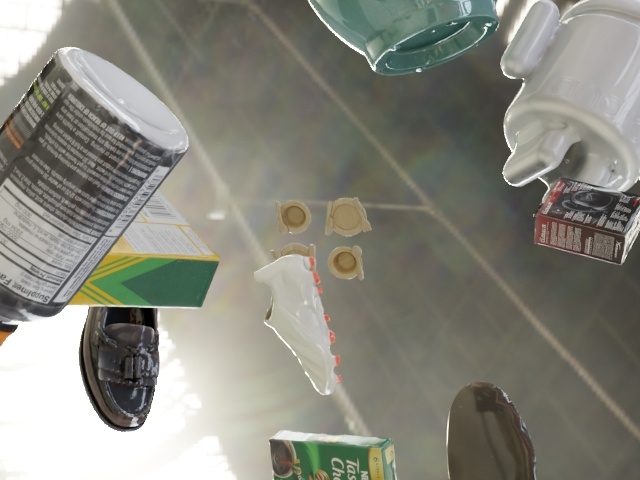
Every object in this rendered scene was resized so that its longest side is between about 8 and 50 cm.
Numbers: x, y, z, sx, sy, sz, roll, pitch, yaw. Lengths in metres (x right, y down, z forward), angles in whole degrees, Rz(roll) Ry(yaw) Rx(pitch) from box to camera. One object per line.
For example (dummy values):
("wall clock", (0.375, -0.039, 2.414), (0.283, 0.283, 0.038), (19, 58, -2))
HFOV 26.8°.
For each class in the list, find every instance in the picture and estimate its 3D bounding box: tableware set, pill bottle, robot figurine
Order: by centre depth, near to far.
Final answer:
("pill bottle", (-0.227, -0.024, 1.086), (0.246, 0.130, 0.130), (-50, -141, 13))
("robot figurine", (0.386, -0.201, 1.854), (0.353, 0.300, 0.200), (-58, -165, -25))
("tableware set", (0.000, 0.000, 2.133), (0.020, 0.168, 0.141), (-56, 142, -66))

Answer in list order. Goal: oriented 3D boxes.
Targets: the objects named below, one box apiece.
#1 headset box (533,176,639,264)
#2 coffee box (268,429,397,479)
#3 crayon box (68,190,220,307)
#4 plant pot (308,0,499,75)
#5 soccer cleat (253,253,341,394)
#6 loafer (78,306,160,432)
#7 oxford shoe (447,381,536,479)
("headset box", (0.219, -0.018, 1.110), (0.083, 0.062, 0.032), (14, -51, 22))
("coffee box", (0.019, 0.328, 1.872), (0.184, 0.040, 0.113), (1, -77, 29))
("crayon box", (-0.316, -0.003, 1.689), (0.203, 0.323, 0.083), (45, -60, 43))
("plant pot", (0.118, -0.335, 1.733), (0.293, 0.293, 0.196), (-35, -109, 58))
("soccer cleat", (-0.025, 0.103, 1.593), (0.068, 0.076, 0.196), (-103, 179, -60))
("loafer", (-0.278, 0.119, 1.889), (0.095, 0.109, 0.303), (-51, -143, 43))
("oxford shoe", (0.154, 0.228, 1.154), (0.076, 0.076, 0.212), (70, 8, -76))
